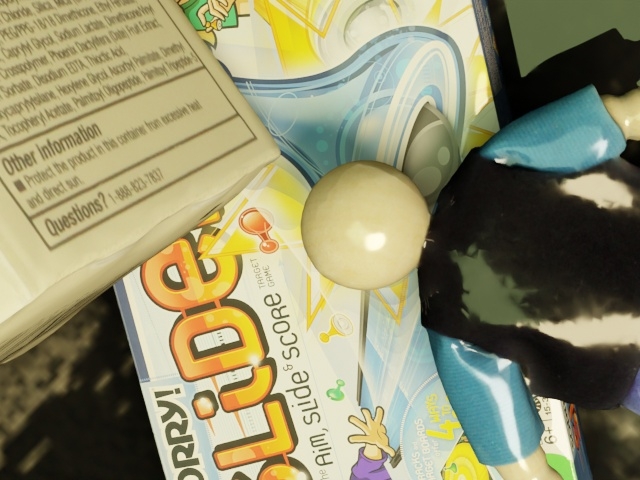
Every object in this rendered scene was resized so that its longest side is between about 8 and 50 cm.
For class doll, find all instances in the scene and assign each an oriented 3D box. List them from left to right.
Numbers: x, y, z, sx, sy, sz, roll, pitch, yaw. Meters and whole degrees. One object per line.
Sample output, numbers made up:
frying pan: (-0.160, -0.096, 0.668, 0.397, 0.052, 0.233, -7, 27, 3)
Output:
doll: (0.084, 0.020, 0.483, 0.189, 0.046, 0.129, 17, 98, -9)

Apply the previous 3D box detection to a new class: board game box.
board game box: (0.000, 0.000, 0.533, 0.136, 0.035, 0.201, -11, 102, 16)

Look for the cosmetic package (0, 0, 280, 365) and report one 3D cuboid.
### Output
cosmetic package: (-0.165, -0.094, 0.457, 0.129, 0.153, 0.296, -35, 89, 28)
